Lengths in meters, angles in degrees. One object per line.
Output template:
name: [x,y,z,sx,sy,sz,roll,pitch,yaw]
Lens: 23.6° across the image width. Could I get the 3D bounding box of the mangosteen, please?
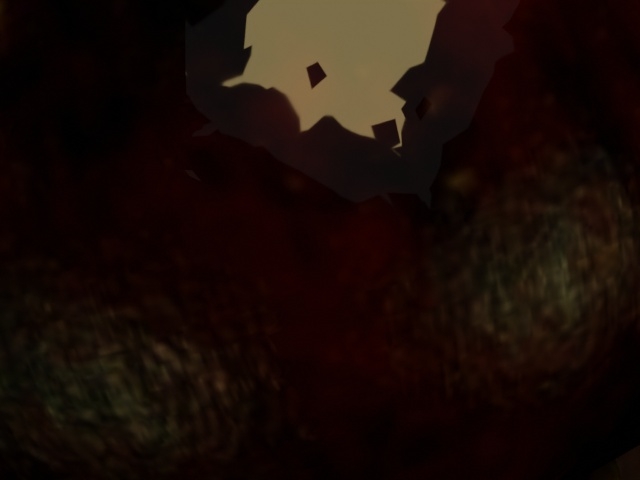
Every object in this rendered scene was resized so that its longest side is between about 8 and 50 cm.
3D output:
mangosteen: [-0.007,-0.018,0.449,0.311,0.311,0.311,3,71,-8]
